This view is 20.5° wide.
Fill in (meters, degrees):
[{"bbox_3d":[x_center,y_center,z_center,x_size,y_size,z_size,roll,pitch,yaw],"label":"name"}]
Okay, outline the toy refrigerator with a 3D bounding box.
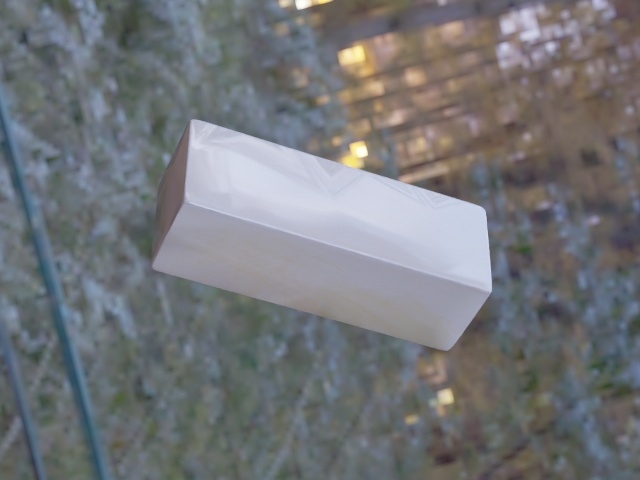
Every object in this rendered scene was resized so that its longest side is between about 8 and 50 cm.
[{"bbox_3d":[0.000,0.000,1.476,0.102,0.269,0.094,-90,-157,-44],"label":"toy refrigerator"}]
